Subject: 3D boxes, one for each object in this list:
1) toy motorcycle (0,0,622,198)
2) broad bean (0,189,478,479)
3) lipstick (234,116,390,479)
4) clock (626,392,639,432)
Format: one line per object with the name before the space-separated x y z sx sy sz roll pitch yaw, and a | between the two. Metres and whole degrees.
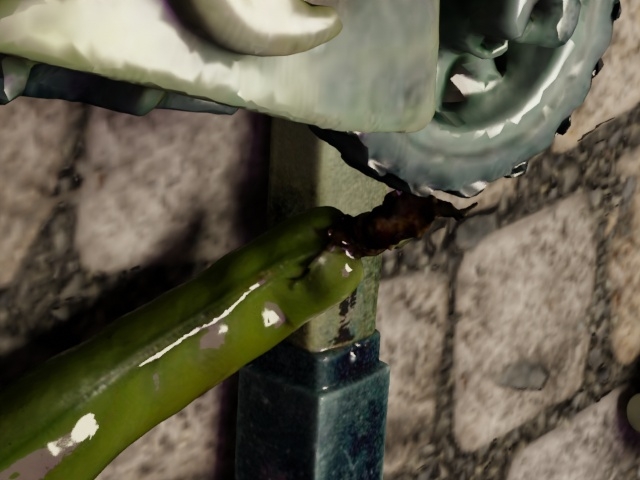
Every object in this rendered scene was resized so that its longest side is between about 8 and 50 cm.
toy motorcycle | -0.056 -0.132 0.436 0.410 0.168 0.237 1 101 -40
broad bean | -0.090 0.066 0.580 0.318 0.098 0.056 -35 91 -6
lipstick | 0.000 0.000 0.665 0.051 0.051 0.312 -18 119 -44
clock | 0.260 0.036 0.919 0.151 0.062 0.191 8 105 -45
